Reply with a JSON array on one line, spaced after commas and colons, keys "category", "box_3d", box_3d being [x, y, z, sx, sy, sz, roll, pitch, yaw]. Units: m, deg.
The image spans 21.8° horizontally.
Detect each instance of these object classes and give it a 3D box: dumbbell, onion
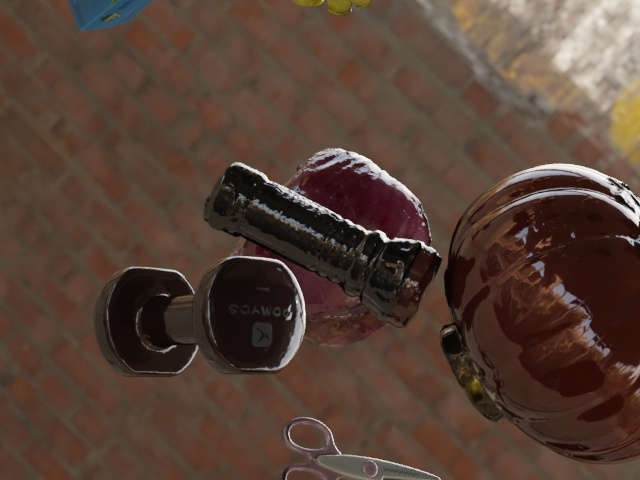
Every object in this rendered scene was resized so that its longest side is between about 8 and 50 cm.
[{"category": "dumbbell", "box_3d": [-0.133, 0.085, 1.792, 0.140, 0.124, 0.225, 5, -8, -40]}, {"category": "onion", "box_3d": [0.003, 0.006, 2.122, 0.247, 0.250, 0.111, 39, 1, 27]}]

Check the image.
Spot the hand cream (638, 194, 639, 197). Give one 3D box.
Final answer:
[{"category": "hand cream", "box_3d": [0.400, -0.122, 1.844, 0.067, 0.194, 0.042, 11, 31, 13]}]

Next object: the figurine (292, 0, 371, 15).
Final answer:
[{"category": "figurine", "box_3d": [0.028, -0.283, 1.505, 0.129, 0.109, 0.178, 61, 34, -11]}]

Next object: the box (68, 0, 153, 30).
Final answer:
[{"category": "box", "box_3d": [-0.251, -0.359, 1.916, 0.073, 0.139, 0.194, -16, 82, -42]}]

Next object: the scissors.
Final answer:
[{"category": "scissors", "box_3d": [0.040, 0.227, 1.636, 0.176, 0.022, 0.085, 14, 63, -23]}]

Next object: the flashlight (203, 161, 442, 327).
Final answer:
[{"category": "flashlight", "box_3d": [0.000, 0.000, 1.608, 0.232, 0.093, 0.093, 27, 6, 7]}]

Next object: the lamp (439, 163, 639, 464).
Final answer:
[{"category": "lamp", "box_3d": [0.251, 0.070, 1.611, 0.303, 0.257, 0.303, 52, 18, -24]}]
